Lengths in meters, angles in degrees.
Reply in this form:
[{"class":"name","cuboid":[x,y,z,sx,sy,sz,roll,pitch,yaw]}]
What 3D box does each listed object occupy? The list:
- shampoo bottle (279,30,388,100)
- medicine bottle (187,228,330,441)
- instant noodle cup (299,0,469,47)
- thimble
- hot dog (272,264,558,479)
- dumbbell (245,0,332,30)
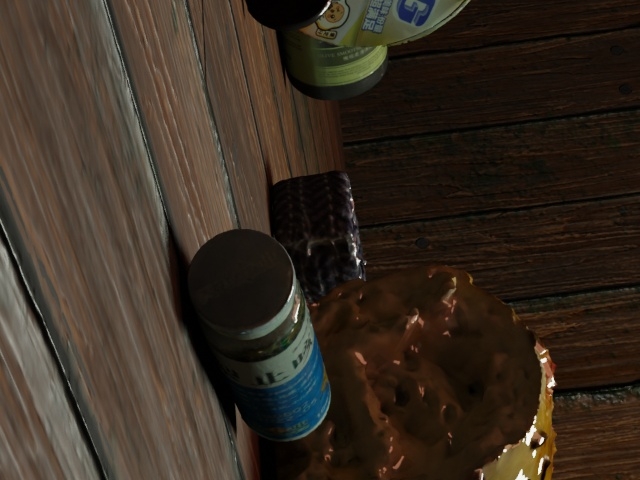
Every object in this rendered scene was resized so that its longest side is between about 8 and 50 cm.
[{"class":"shampoo bottle","cuboid":[0.000,-0.261,1.752,0.284,0.101,0.101,80,4,-45]},{"class":"medicine bottle","cuboid":[-0.027,0.049,0.896,0.191,0.051,0.051,75,9,-70]},{"class":"instant noodle cup","cuboid":[0.030,-0.282,1.558,0.153,0.205,0.205,-108,-173,-50]},{"class":"thimble","cuboid":[0.000,0.000,1.444,0.104,0.066,0.095,-92,172,-67]},{"class":"hot dog","cuboid":[0.077,0.259,1.183,0.365,0.196,0.367,86,2,-50]},{"class":"dumbbell","cuboid":[-0.026,-0.195,1.372,0.147,0.069,0.069,76,7,-69]}]
